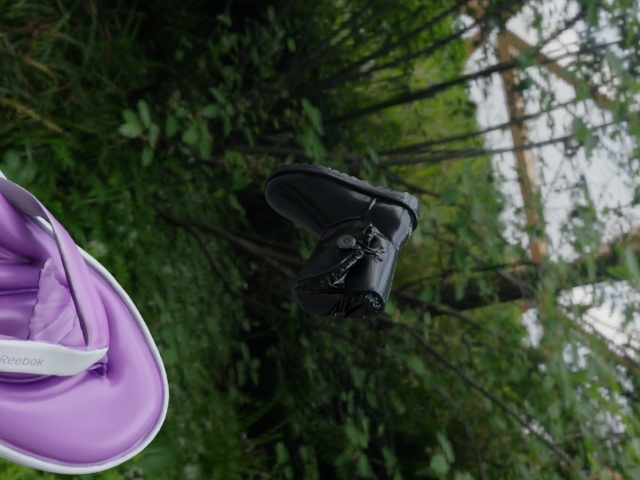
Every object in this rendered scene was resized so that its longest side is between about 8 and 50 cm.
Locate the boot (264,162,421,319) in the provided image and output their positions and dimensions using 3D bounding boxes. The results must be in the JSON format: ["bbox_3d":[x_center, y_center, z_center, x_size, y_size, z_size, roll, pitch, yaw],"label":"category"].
[{"bbox_3d":[0.000,0.000,1.295,0.094,0.246,0.207,87,24,-45],"label":"boot"}]

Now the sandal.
[{"bbox_3d":[-0.238,0.025,0.662,0.169,0.102,0.416,-52,123,-29],"label":"sandal"}]
